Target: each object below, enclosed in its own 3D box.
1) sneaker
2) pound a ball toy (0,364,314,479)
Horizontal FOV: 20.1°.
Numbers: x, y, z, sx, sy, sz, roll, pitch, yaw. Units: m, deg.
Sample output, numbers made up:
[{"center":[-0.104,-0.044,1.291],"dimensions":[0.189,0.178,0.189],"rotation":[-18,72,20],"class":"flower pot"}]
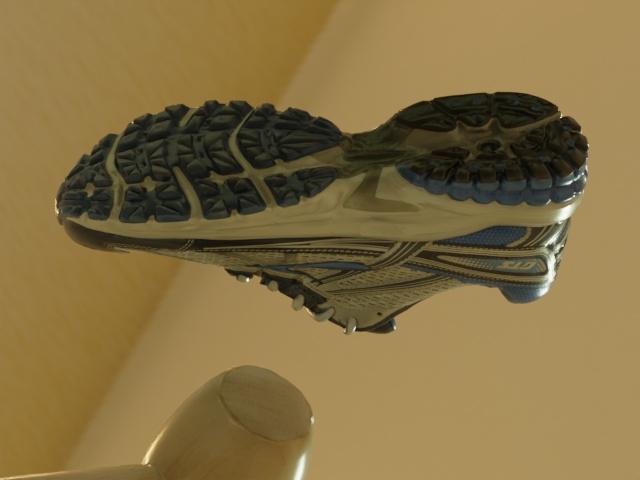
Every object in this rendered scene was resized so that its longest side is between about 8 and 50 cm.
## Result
[{"center":[0.000,0.000,0.463],"dimensions":[0.135,0.058,0.052],"rotation":[0,-144,4],"class":"sneaker"},{"center":[-0.117,0.166,0.425],"dimensions":[0.319,0.135,0.208],"rotation":[-9,-132,-31],"class":"pound a ball toy"}]
